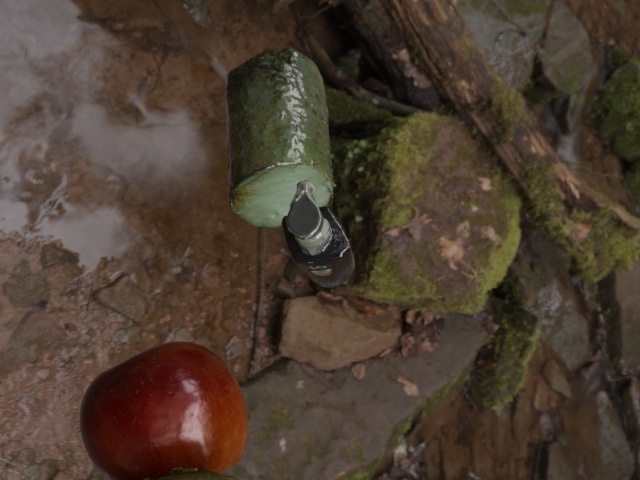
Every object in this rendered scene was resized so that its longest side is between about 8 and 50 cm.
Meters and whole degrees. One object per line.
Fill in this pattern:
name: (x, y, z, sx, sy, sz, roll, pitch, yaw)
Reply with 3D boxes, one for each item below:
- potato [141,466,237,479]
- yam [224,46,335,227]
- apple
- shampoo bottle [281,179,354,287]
potato: (-0.213, 0.352, 0.690, 0.176, 0.298, 0.141, 50, 17, -72)
yam: (-0.076, -0.190, 1.113, 0.195, 0.195, 0.300, 17, 55, -36)
apple: (-0.214, 0.249, 0.856, 0.218, 0.218, 0.201, -10, 67, -42)
shampoo bottle: (-0.001, 0.001, 0.614, 0.057, 0.207, 0.063, -18, 75, 2)
